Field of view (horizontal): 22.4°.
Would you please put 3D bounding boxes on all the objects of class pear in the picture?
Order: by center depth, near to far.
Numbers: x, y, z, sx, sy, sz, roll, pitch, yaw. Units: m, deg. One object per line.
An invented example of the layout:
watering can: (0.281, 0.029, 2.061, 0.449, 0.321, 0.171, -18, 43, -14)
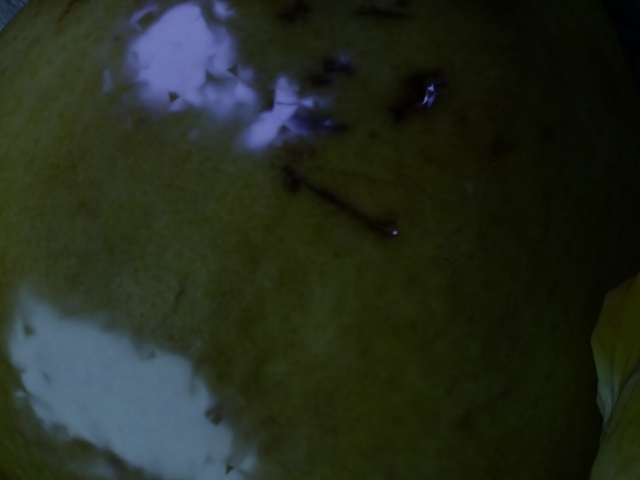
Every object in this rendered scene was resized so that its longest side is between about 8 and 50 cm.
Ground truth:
pear: (0.000, 0.000, 0.659, 0.304, 0.304, 0.304, 42, 156, 23)

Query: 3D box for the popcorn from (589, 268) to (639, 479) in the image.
popcorn: (0.195, 0.100, 0.438, 0.321, 0.290, 0.325, 11, 160, 36)
